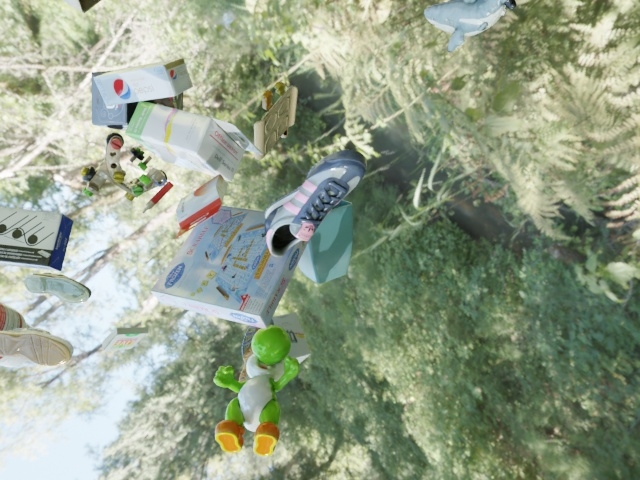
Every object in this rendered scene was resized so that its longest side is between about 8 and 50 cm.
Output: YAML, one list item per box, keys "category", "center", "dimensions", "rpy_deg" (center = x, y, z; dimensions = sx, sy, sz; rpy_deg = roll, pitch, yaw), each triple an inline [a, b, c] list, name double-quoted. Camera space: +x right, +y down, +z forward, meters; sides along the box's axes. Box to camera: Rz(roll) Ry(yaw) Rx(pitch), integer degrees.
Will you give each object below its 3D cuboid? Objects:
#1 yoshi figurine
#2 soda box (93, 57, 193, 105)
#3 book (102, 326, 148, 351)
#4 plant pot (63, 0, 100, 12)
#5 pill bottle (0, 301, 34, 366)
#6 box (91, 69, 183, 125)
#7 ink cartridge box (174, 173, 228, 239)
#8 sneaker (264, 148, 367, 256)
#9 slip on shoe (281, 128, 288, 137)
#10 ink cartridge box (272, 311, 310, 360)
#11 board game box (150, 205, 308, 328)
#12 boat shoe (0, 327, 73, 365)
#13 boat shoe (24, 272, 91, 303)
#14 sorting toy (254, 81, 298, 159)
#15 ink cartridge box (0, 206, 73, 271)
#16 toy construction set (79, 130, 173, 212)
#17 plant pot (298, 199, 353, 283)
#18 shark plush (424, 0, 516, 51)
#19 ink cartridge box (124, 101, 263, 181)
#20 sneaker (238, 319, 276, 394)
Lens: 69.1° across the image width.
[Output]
- category: "yoshi figurine"
  center: [-0.162, 0.371, 1.261]
  dimensions: [0.203, 0.203, 0.362]
  rpy_deg: [42, -150, -20]
- category: "soda box"
  center: [-0.404, -0.361, 1.059]
  dimensions: [0.216, 0.074, 0.069]
  rpy_deg: [2, 123, 25]
- category: "book"
  center: [-0.621, 0.311, 1.476]
  dimensions: [0.096, 0.144, 0.035]
  rpy_deg: [7, -124, -40]
- category: "plant pot"
  center: [-0.473, -0.519, 0.880]
  dimensions: [0.096, 0.109, 0.109]
  rpy_deg: [20, 147, 9]
- category: "pill bottle"
  center: [-1.234, 0.317, 1.670]
  dimensions: [0.229, 0.229, 0.408]
  rpy_deg: [43, 166, 29]
- category: "box"
  center: [-0.586, -0.438, 1.511]
  dimensions: [0.143, 0.165, 0.270]
  rpy_deg: [5, -173, 20]
- category: "ink cartridge box"
  center: [-0.324, -0.092, 1.225]
  dimensions: [0.045, 0.145, 0.179]
  rpy_deg: [54, -164, -24]
- category: "sneaker"
  center: [-0.011, -0.070, 1.037]
  dimensions: [0.112, 0.319, 0.131]
  rpy_deg: [24, -134, -31]
- category: "slip on shoe"
  center: [-0.158, -0.498, 1.946]
  dimensions: [0.041, 0.051, 0.135]
  rpy_deg: [-145, 51, -72]
- category: "ink cartridge box"
  center: [-0.140, 0.384, 1.756]
  dimensions: [0.128, 0.127, 0.176]
  rpy_deg: [-51, 53, 48]
- category: "board game box"
  center: [-0.223, 0.052, 1.219]
  dimensions: [0.318, 0.319, 0.066]
  rpy_deg: [10, 142, 21]
- category: "boat shoe"
  center: [-0.852, 0.305, 1.398]
  dimensions: [0.277, 0.098, 0.096]
  rpy_deg: [8, -168, 11]
- category: "boat shoe"
  center: [-0.856, 0.150, 1.539]
  dimensions: [0.227, 0.081, 0.069]
  rpy_deg: [12, -168, 7]
- category: "sorting toy"
  center: [-0.163, -0.449, 1.642]
  dimensions: [0.041, 0.229, 0.307]
  rpy_deg: [33, 154, 9]
- category: "ink cartridge box"
  center: [-0.555, -0.007, 0.812]
  dimensions: [0.207, 0.097, 0.046]
  rpy_deg: [6, 165, -1]
- category: "toy construction set"
  center: [-0.681, -0.198, 1.621]
  dimensions: [0.309, 0.237, 0.257]
  rpy_deg: [41, 177, 30]
- category: "plant pot"
  center: [0.000, 0.000, 1.436]
  dimensions: [0.165, 0.165, 0.234]
  rpy_deg: [27, 130, 55]
- category: "shark plush"
  center: [0.214, -0.322, 0.647]
  dimensions: [0.067, 0.073, 0.161]
  rpy_deg: [43, 174, -23]
- category: "ink cartridge box"
  center: [-0.375, -0.288, 1.395]
  dimensions: [0.353, 0.119, 0.207]
  rpy_deg: [18, 171, 23]
- category: "sneaker"
  center: [-0.193, 0.405, 1.578]
  dimensions: [0.112, 0.296, 0.131]
  rpy_deg: [-20, 140, 37]
